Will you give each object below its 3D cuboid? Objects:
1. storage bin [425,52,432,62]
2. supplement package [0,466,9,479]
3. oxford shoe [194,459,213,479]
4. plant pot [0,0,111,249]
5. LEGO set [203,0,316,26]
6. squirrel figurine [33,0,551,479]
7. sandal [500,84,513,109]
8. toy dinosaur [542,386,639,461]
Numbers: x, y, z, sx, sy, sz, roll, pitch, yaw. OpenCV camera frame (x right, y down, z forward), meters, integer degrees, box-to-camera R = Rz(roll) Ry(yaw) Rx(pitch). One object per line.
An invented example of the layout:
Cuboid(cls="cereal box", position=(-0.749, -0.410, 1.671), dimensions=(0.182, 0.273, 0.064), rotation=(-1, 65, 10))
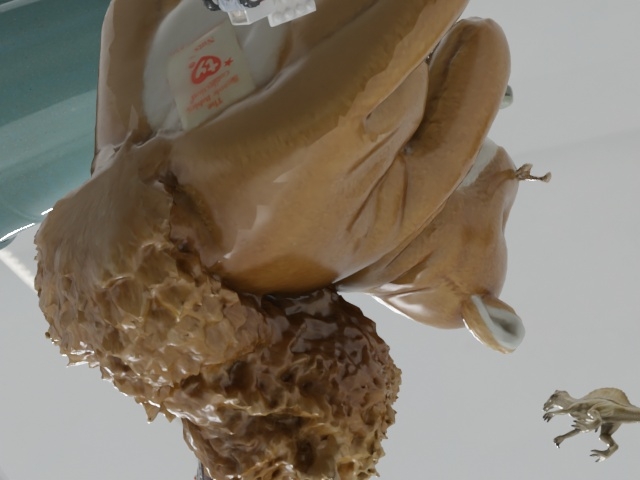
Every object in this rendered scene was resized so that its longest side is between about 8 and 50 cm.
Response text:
Cuboid(cls="storage bin", position=(0.092, -0.191, 1.289), dimensions=(0.084, 0.122, 0.180), rotation=(-42, -175, -25))
Cuboid(cls="supplement package", position=(-0.516, 0.270, 1.234), dimensions=(0.177, 0.293, 0.175), rotation=(-37, -110, -18))
Cuboid(cls="oxford shoe", position=(-0.102, 0.248, 1.006), dimensions=(0.098, 0.097, 0.271), rotation=(-6, -84, 29))
Cuboid(cls="plant pot", position=(-0.345, -0.197, 1.331), dimensions=(0.334, 0.341, 0.341), rotation=(-20, -132, 10))
Cuboid(cls="LEGO set", position=(-0.058, -0.205, 0.423), dimensions=(0.060, 0.244, 0.182), rotation=(-32, -106, -32))
Cuboid(cls="squirrel figurine", position=(0.000, 0.000, 0.772), dimensions=(0.281, 0.370, 0.397), rotation=(20, -104, 39))
Cuboid(cls="sandal", position=(0.069, -0.096, 1.105), dimensions=(0.302, 0.120, 0.086), rotation=(-23, -95, 6))
Cuboid(cls="toy dinosaur", position=(0.312, 0.191, 1.105), dimensions=(0.183, 0.053, 0.092), rotation=(4, -146, 41))
